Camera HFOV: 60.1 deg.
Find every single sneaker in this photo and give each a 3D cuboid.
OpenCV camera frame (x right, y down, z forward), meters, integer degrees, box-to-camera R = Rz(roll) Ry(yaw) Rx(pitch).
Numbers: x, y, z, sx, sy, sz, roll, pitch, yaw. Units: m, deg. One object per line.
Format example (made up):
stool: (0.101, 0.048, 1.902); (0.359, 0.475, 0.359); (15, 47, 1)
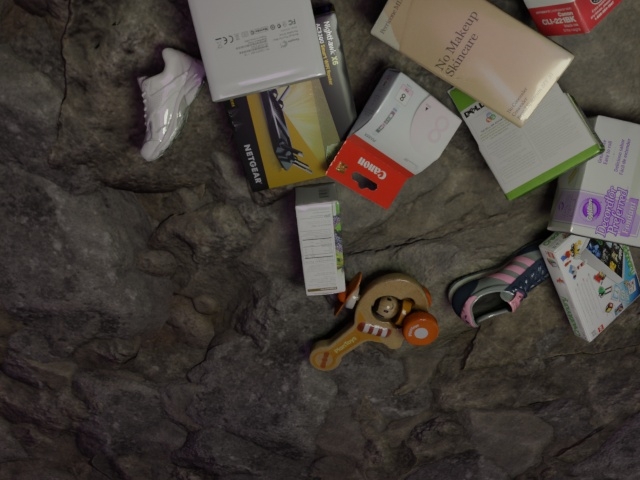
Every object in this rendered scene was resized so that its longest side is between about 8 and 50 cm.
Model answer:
sneaker: (0.465, 0.107, 1.300); (0.319, 0.131, 0.112); (-31, 119, 10)
sneaker: (-0.307, -0.266, 1.069); (0.115, 0.090, 0.232); (29, 107, -12)

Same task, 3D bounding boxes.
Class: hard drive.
hard drive: (-0.122, -0.411, 0.936); (0.203, 0.040, 0.308); (-12, 98, 5)

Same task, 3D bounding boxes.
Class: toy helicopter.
toy helicopter: (0.095, 0.201, 1.343); (0.235, 0.140, 0.355); (40, 115, -21)

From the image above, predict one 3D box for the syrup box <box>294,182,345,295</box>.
syrup box: (0.000, 0.000, 1.235); (0.096, 0.093, 0.237); (-6, 122, 1)

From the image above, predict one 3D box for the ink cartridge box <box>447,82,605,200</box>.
ink cartridge box: (0.400, -0.236, 1.085); (0.189, 0.097, 0.255); (-32, 81, 33)

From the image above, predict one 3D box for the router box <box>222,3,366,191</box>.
router box: (-0.058, -0.266, 1.074); (0.243, 0.081, 0.309); (-13, 122, 5)

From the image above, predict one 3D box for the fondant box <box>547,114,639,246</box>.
fondant box: (0.667, -0.105, 1.151); (0.330, 0.096, 0.238); (10, 95, -8)

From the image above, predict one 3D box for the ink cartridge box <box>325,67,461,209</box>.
ink cartridge box: (0.147, -0.186, 1.088); (0.189, 0.066, 0.232); (26, 96, -35)

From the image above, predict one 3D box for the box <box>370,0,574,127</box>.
box: (0.259, -0.346, 0.964); (0.311, 0.121, 0.148); (31, 118, 1)

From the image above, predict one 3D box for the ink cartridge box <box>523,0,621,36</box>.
ink cartridge box: (0.404, -0.506, 0.893); (0.197, 0.114, 0.273); (-44, 116, -4)

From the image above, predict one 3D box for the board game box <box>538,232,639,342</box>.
board game box: (0.637, 0.070, 1.290); (0.193, 0.053, 0.305); (-39, 119, -10)
